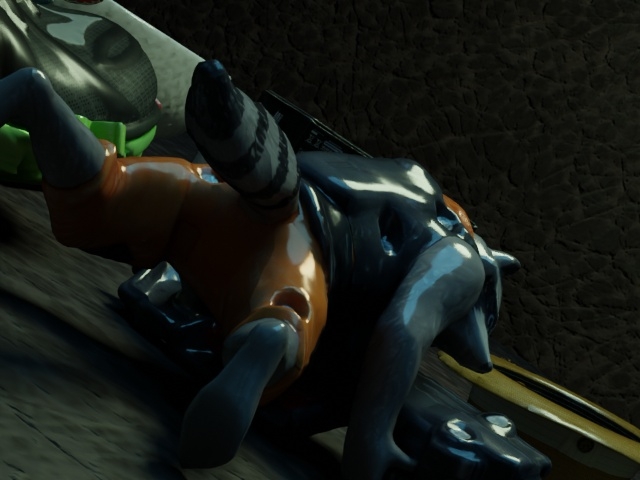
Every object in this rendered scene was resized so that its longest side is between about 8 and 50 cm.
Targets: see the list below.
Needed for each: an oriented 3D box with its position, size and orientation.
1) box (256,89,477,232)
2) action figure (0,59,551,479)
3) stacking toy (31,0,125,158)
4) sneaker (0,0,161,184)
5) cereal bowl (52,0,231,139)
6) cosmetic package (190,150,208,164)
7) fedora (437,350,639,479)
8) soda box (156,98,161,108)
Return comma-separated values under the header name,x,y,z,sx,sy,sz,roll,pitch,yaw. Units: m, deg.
name,x,y,z,sx,sy,sz,roll,pitch,yaw
box,0.000,0.000,1.235,0.180,0.147,0.077,30,4,-36
action figure,0.020,0.030,0.802,0.341,0.178,0.330,31,12,26
stacking toy,-0.145,-0.139,0.777,0.052,0.167,0.221,-2,-12,28
sneaker,-0.216,-0.158,0.837,0.185,0.202,0.483,20,-4,29
cereal bowl,-0.270,-0.210,1.830,0.339,0.141,0.339,32,4,-2
cosmetic package,-0.024,0.008,1.481,0.231,0.085,0.117,31,3,-2
fedora,0.158,0.146,1.193,0.194,0.079,0.194,27,5,-2
soda box,-0.194,-0.093,1.217,0.083,0.092,0.263,33,3,6
